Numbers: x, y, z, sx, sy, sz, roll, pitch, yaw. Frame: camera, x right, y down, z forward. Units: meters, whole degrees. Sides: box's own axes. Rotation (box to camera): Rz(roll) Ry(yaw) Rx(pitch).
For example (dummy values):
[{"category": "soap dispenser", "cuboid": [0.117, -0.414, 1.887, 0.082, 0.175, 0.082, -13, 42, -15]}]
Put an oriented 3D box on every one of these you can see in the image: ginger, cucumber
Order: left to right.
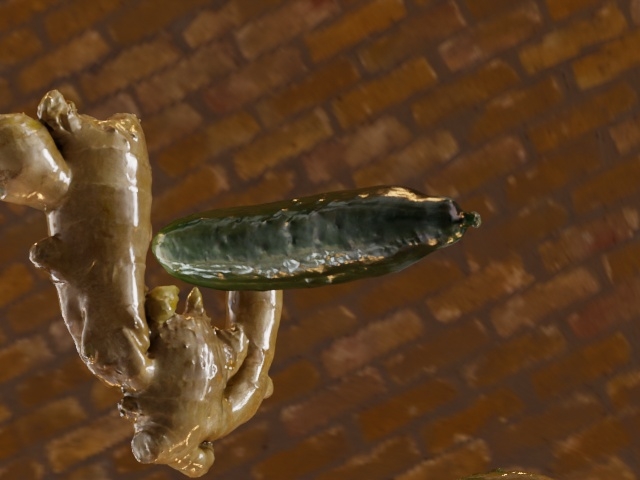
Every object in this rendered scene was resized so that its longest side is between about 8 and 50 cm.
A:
[{"category": "ginger", "cuboid": [-0.085, 0.025, 0.903, 0.053, 0.193, 0.176, -18, -110, 45]}, {"category": "cucumber", "cuboid": [0.000, 0.000, 0.694, 0.155, 0.037, 0.037, -6, -102, 37]}]

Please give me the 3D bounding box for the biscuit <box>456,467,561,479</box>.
[{"category": "biscuit", "cuboid": [0.134, 0.213, 0.901, 0.118, 0.029, 0.247, -21, -72, 45]}]
